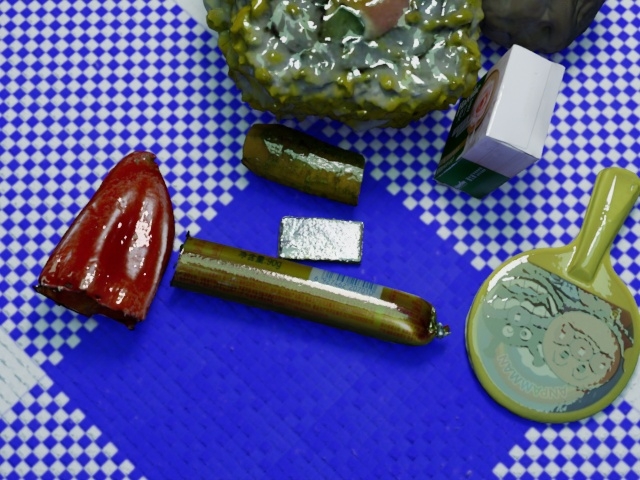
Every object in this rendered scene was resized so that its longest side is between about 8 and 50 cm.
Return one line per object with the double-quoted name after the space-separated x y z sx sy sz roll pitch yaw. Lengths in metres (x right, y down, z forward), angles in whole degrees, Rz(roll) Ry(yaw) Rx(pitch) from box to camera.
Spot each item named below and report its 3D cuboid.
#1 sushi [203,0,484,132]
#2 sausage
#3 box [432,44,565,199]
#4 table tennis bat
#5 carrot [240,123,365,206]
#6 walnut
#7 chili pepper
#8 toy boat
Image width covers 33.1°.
0.024 -0.344 1.395 0.351 0.240 0.396 2 92 -8 "sushi"
-0.010 0.069 1.404 0.372 0.082 0.082 14 72 4 "sausage"
0.231 -0.149 1.408 0.081 0.199 0.135 22 72 -10 "box"
0.334 0.064 1.415 0.224 0.054 0.368 26 77 8 "table tennis bat"
-0.021 -0.106 1.461 0.173 0.082 0.082 18 72 2 "carrot"
0.300 -0.365 1.474 0.224 0.224 0.224 0 71 0 "walnut"
-0.256 -0.007 1.420 0.144 0.136 0.252 7 61 31 "chili pepper"
0.000 0.000 1.458 0.115 0.016 0.063 4 71 1 "toy boat"
